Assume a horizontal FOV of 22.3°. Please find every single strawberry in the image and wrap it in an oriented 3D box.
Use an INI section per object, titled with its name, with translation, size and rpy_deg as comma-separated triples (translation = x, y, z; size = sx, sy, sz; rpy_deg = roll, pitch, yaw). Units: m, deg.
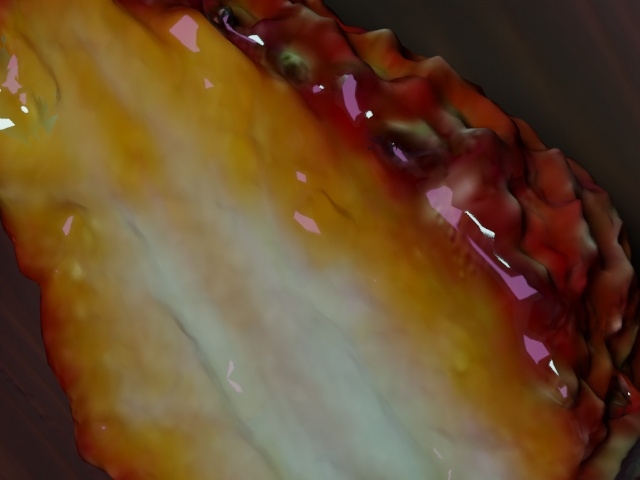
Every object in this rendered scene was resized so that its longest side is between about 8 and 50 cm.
[strawberry]
translation = 0.000, 0.000, 0.686
size = 0.336, 0.149, 0.265
rpy_deg = 53, 132, -1
